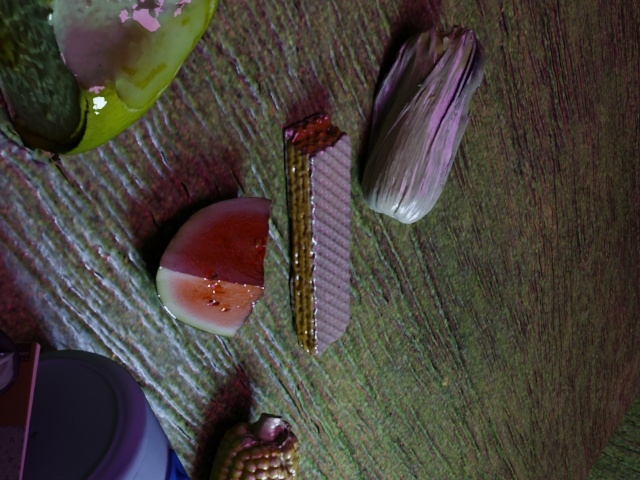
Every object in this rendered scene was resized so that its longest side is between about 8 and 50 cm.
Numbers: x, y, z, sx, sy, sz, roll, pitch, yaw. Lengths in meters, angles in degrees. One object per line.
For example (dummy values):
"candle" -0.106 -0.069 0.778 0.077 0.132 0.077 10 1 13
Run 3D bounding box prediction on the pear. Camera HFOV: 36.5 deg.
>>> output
"pear" -0.190 -0.249 0.930 0.282 0.176 0.286 -43 141 -32

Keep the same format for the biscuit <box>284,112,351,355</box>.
"biscuit" 0.000 0.000 1.432 0.094 0.054 0.379 -32 133 -40

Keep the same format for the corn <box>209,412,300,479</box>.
"corn" -0.118 0.415 1.459 0.130 0.130 0.347 0 111 -53

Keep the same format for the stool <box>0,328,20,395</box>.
"stool" -0.395 0.109 0.885 0.153 0.139 0.228 -59 141 -15

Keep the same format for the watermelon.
"watermelon" -0.128 0.020 1.249 0.193 0.137 0.145 55 30 -52

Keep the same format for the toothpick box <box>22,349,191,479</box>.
"toothpick box" -0.248 0.316 1.115 0.263 0.263 0.355 -46 142 -27

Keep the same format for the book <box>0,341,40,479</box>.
"book" -0.345 0.187 0.966 0.012 0.118 0.172 67 21 -64

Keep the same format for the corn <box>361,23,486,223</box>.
"corn" 0.152 -0.178 1.469 0.122 0.123 0.305 2 107 -52
